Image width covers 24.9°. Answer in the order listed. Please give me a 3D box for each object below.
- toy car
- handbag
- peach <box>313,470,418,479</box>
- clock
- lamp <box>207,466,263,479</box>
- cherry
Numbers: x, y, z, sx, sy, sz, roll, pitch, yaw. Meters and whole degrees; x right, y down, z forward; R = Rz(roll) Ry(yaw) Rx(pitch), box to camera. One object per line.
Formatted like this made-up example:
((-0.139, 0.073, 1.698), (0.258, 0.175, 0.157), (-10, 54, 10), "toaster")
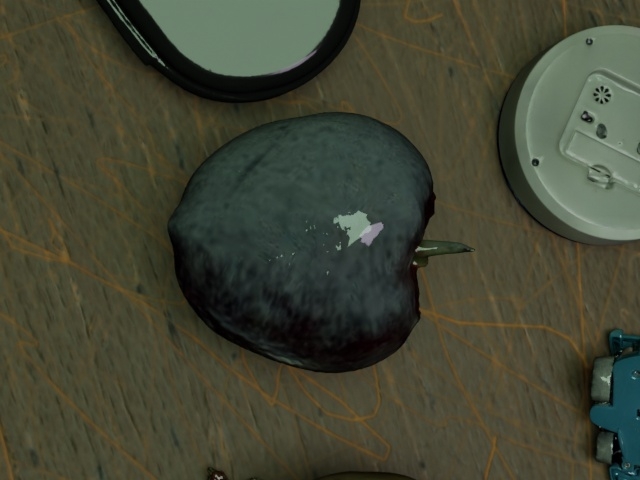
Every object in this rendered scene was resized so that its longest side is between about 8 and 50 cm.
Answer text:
((0.353, 0.178, 1.533), (0.126, 0.098, 0.161), (3, 116, 18), "toy car")
((-0.104, -0.285, 1.487), (0.254, 0.093, 0.308), (-37, 92, -7), "handbag")
((0.030, 0.359, 1.390), (0.292, 0.247, 0.292), (1, 104, 4), "peach")
((0.307, -0.110, 1.540), (0.231, 0.083, 0.230), (0, 87, -6), "clock")
((-0.095, 0.278, 1.481), (0.063, 0.031, 0.083), (15, 89, -6), "lamp")
((0.000, 0.000, 1.419), (0.296, 0.218, 0.254), (6, 92, -2), "cherry")
